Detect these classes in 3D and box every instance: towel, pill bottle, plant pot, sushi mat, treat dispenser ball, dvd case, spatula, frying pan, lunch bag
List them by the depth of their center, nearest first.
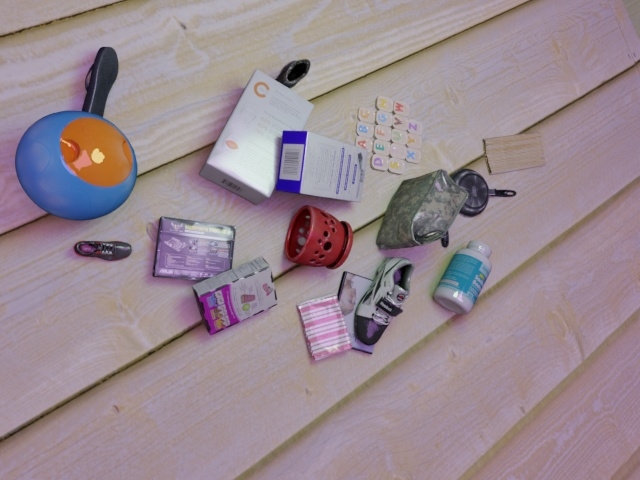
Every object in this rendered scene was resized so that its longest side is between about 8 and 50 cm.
[{"bbox_3d":[-0.638,-0.196,1.290,0.289,0.288,0.287,2,84,-22],"label":"treat dispenser ball"},{"bbox_3d":[0.000,0.000,1.584,0.174,0.191,0.191,19,78,-23],"label":"plant pot"},{"bbox_3d":[0.016,0.285,1.628,0.144,0.029,0.196,-15,85,-16],"label":"towel"},{"bbox_3d":[0.130,0.252,1.700,0.181,0.022,0.252,20,78,-19],"label":"dvd case"},{"bbox_3d":[0.339,-0.081,1.703,0.169,0.235,0.287,39,72,-17],"label":"lunch bag"},{"bbox_3d":[0.539,0.131,1.811,0.146,0.146,0.264,37,73,-15],"label":"pill bottle"},{"bbox_3d":[0.464,-0.120,1.869,0.084,0.030,0.296,-6,87,-22],"label":"spatula"},{"bbox_3d":[0.647,-0.168,1.943,0.326,0.053,0.197,21,78,-16],"label":"frying pan"},{"bbox_3d":[0.815,-0.369,2.044,0.317,0.019,0.151,-12,90,-23],"label":"sushi mat"}]

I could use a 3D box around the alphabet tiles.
[{"bbox_3d":[0.261,-0.392,1.820,0.278,0.021,0.283,9,82,-21],"label":"alphabet tiles"}]

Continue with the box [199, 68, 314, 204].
[{"bbox_3d":[-0.202,-0.319,1.544,0.215,0.168,0.345,29,75,-17],"label":"box"}]

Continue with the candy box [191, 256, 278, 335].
[{"bbox_3d":[-0.256,0.167,1.487,0.234,0.071,0.159,-22,127,-22],"label":"candy box"}]

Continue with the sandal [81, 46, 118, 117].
[{"bbox_3d":[-0.655,-0.454,1.420,0.055,0.097,0.254,11,79,6],"label":"sandal"}]

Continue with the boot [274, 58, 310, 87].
[{"bbox_3d":[-0.087,-0.550,1.591,0.076,0.208,0.189,37,72,-14],"label":"boot"}]

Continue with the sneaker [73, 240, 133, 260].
[{"bbox_3d":[-0.620,0.028,1.394,0.158,0.065,0.061,0,85,-22],"label":"sneaker"}]

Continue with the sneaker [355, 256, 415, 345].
[{"bbox_3d":[0.223,0.201,1.655,0.123,0.146,0.330,27,76,-19],"label":"sneaker"}]

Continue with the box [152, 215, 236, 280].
[{"bbox_3d":[-0.383,0.032,1.494,0.231,0.056,0.182,7,82,-22],"label":"box"}]

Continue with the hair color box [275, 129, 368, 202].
[{"bbox_3d":[0.013,-0.229,1.556,0.339,0.110,0.185,2,97,-52],"label":"hair color box"}]
